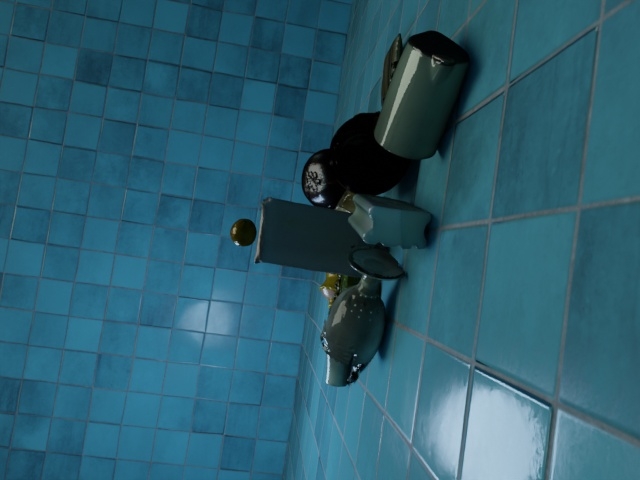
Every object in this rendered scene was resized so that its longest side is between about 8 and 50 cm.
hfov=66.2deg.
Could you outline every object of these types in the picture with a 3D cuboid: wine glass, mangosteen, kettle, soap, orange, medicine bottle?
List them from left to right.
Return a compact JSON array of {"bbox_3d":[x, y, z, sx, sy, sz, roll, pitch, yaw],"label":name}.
[{"bbox_3d":[-0.242,-0.026,1.550,0.085,0.085,0.095,-88,17,-46],"label":"orange"},{"bbox_3d":[0.000,0.000,1.657,0.350,0.435,0.212,176,102,-81],"label":"soap"},{"bbox_3d":[0.063,-0.274,2.278,0.300,0.300,0.300,-172,90,-84],"label":"mangosteen"},{"bbox_3d":[0.073,0.440,1.896,0.103,0.103,0.230,-147,62,-83],"label":"wine glass"},{"bbox_3d":[0.118,0.199,1.443,0.190,0.191,0.357,-92,17,-60],"label":"wine glass"},{"bbox_3d":[0.146,-0.249,1.552,0.395,0.243,0.242,7,-89,-89],"label":"medicine bottle"},{"bbox_3d":[0.176,-0.054,1.269,0.289,0.173,0.095,-110,29,-78],"label":"soap"},{"bbox_3d":[0.236,-0.357,1.170,0.240,0.165,0.255,-87,8,-50],"label":"kettle"}]

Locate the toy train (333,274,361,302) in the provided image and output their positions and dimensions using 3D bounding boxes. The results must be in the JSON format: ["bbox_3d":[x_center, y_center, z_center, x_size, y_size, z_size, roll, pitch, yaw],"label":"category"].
[{"bbox_3d":[0.111,0.195,1.946,0.137,0.090,0.225,-126,39,-66],"label":"toy train"}]

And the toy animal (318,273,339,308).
[{"bbox_3d":[0.067,0.178,2.102,0.156,0.156,0.229,114,165,-69],"label":"toy animal"}]

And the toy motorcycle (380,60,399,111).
[{"bbox_3d":[0.244,-0.423,1.452,0.331,0.125,0.196,-88,7,-70],"label":"toy motorcycle"}]

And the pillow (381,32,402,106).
[{"bbox_3d":[0.264,-0.623,1.817,0.212,0.052,0.208,149,126,-85],"label":"pillow"}]

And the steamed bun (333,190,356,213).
[{"bbox_3d":[0.125,-0.128,1.935,0.231,0.110,0.212,-60,26,10],"label":"steamed bun"}]

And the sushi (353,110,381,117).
[{"bbox_3d":[0.163,-0.388,1.873,0.200,0.213,0.204,20,117,61],"label":"sushi"}]

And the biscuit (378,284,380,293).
[{"bbox_3d":[0.178,0.207,1.616,0.071,0.018,0.147,140,138,-79],"label":"biscuit"}]

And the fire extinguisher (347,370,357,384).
[{"bbox_3d":[0.116,0.496,1.775,0.038,0.025,0.083,-41,-18,-31],"label":"fire extinguisher"}]

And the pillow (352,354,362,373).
[{"bbox_3d":[0.146,0.321,1.716,0.189,0.034,0.255,110,169,-54],"label":"pillow"}]
